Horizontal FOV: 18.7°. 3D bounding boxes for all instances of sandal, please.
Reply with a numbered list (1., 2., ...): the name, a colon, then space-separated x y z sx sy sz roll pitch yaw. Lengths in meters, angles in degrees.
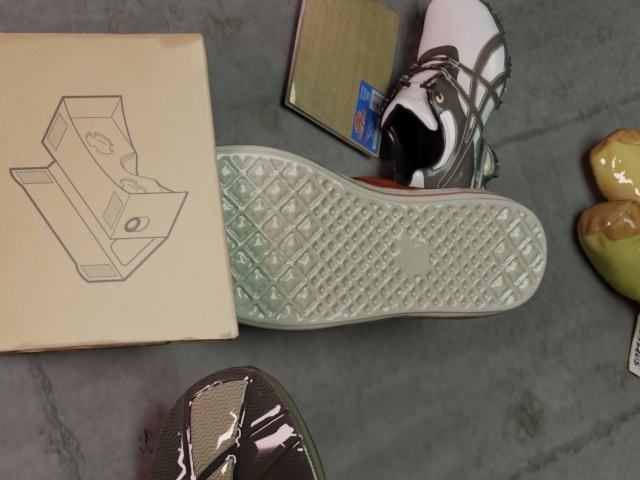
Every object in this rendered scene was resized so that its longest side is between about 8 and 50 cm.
1. sandal: -0.020 0.226 1.253 0.086 0.120 0.303 -44 114 -73

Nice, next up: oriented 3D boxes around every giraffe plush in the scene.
1. giraffe plush: 0.333 -0.001 1.621 0.181 0.170 0.210 13 68 -43

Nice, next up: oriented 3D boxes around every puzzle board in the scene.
1. puzzle board: 0.016 -0.137 1.460 0.096 0.011 0.128 30 58 -37

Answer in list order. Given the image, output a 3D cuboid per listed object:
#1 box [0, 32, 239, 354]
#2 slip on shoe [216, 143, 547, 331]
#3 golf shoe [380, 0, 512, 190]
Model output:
1. box: -0.141 -0.032 1.211 0.164 0.021 0.201 -2 78 -20
2. slip on shoe: 0.000 0.000 1.344 0.331 0.101 0.123 4 93 -31
3. golf shoe: 0.092 -0.112 1.474 0.094 0.077 0.198 25 59 -48
